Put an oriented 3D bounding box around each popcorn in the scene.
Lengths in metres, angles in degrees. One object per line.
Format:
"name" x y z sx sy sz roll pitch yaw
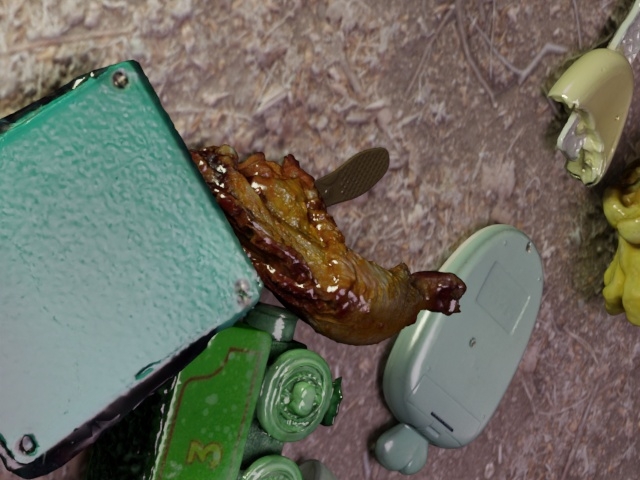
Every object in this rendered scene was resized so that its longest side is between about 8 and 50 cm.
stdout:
"popcorn" 0.445 -0.005 1.831 0.286 0.215 0.252 -42 136 -22

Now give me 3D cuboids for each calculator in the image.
"calculator" -0.202 0.018 1.243 0.274 0.058 0.248 -39 108 -24
"calculator" 0.150 0.120 1.697 0.184 0.042 0.295 42 73 -45

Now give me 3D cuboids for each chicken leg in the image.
"chicken leg" 0.001 0.009 1.420 0.322 0.083 0.177 37 33 -15

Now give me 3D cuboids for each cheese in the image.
"cheese" 0.321 -0.185 1.753 0.127 0.050 0.235 43 74 -43

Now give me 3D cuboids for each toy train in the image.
"toy train" -0.100 0.167 1.407 0.188 0.132 0.243 13 93 -40

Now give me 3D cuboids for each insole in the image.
"insole" 0.020 -0.055 1.533 0.135 0.002 0.045 -27 122 -36

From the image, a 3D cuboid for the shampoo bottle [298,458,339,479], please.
"shampoo bottle" 0.024 0.294 1.634 0.190 0.041 0.069 47 65 -44
